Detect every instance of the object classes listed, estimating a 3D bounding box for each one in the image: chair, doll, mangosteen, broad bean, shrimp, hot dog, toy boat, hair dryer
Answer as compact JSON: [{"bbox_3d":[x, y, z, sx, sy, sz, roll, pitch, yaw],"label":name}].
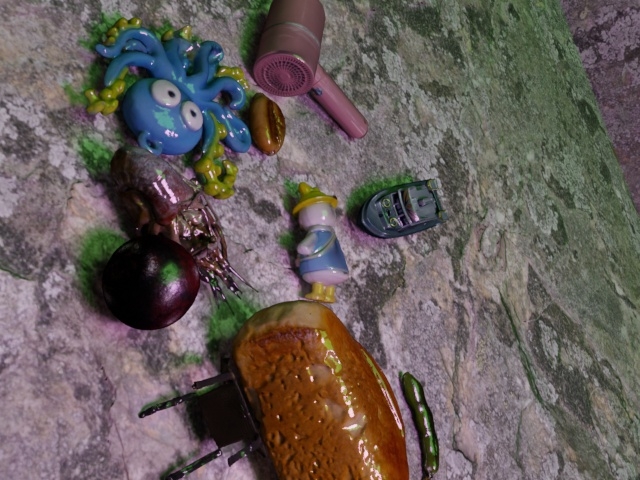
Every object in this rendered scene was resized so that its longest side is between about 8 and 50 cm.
[{"bbox_3d":[-0.147,0.271,1.307,0.213,0.149,0.174,-16,79,-57],"label":"chair"},{"bbox_3d":[-0.236,-0.254,1.500,0.346,0.099,0.341,46,44,-28],"label":"doll"},{"bbox_3d":[-0.251,0.067,1.287,0.152,0.152,0.152,25,54,-40],"label":"mangosteen"},{"bbox_3d":[0.209,0.381,1.742,0.069,0.039,0.226,6,68,-42],"label":"broad bean"},{"bbox_3d":[-0.214,-0.015,1.374,0.343,0.145,0.116,54,42,-24],"label":"shrimp"},{"bbox_3d":[0.015,0.291,1.429,0.405,0.185,0.223,69,20,5],"label":"hot dog"},{"bbox_3d":[0.181,-0.066,1.867,0.296,0.122,0.114,-15,84,-51],"label":"toy boat"},{"bbox_3d":[0.001,-0.349,1.831,0.352,0.125,0.210,45,41,-39],"label":"hair dryer"},{"bbox_3d":[-0.110,-0.233,1.667,0.090,0.060,0.140,14,66,-60],"label":"hot dog"},{"bbox_3d":[0.000,0.000,1.646,0.135,0.099,0.241,-1,69,-25],"label":"doll"}]
